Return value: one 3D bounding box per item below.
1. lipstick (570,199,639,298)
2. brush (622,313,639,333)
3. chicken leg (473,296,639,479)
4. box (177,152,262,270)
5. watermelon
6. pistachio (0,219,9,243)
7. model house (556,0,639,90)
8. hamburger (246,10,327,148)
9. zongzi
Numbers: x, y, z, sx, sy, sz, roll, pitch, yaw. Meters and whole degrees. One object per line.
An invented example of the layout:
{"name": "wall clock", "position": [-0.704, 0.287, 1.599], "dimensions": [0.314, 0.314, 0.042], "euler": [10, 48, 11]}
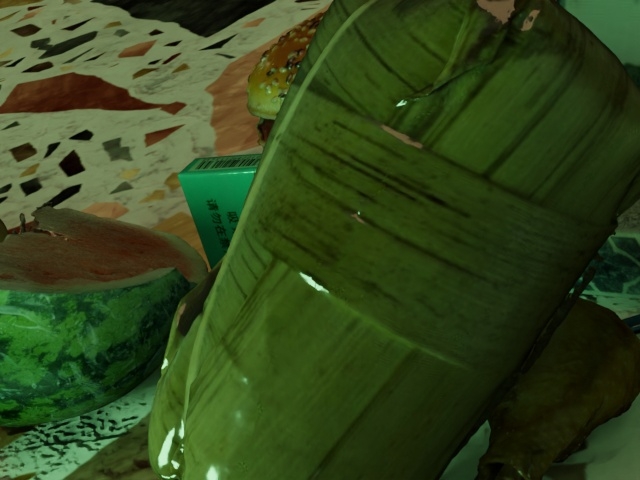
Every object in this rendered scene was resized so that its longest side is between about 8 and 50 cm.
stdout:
{"name": "lipstick", "position": [0.203, -0.002, 1.342], "dimensions": [0.289, 0.077, 0.076], "euler": [4, 33, 41]}
{"name": "brush", "position": [0.187, 0.083, 1.262], "dimensions": [0.164, 0.014, 0.051], "euler": [-17, 27, 4]}
{"name": "chicken leg", "position": [0.146, 0.133, 1.119], "dimensions": [0.107, 0.087, 0.251], "euler": [-13, 31, 40]}
{"name": "box", "position": [0.000, 0.000, 1.385], "dimensions": [0.226, 0.161, 0.042], "euler": [-2, 29, 33]}
{"name": "watermelon", "position": [-0.218, 0.060, 1.377], "dimensions": [0.224, 0.180, 0.305], "euler": [-38, 5, 9]}
{"name": "pistachio", "position": [-0.402, 0.044, 1.423], "dimensions": [0.230, 0.230, 0.309], "euler": [-3, -2, 32]}
{"name": "model house", "position": [0.340, -0.276, 1.637], "dimensions": [0.184, 0.253, 0.291], "euler": [2, 13, 13]}
{"name": "hamburger", "position": [0.069, -0.156, 1.630], "dimensions": [0.300, 0.176, 0.300], "euler": [-17, 24, 8]}
{"name": "zongzi", "position": [0.005, 0.016, 1.210], "dimensions": [0.500, 0.218, 0.467], "euler": [-56, 16, 8]}
